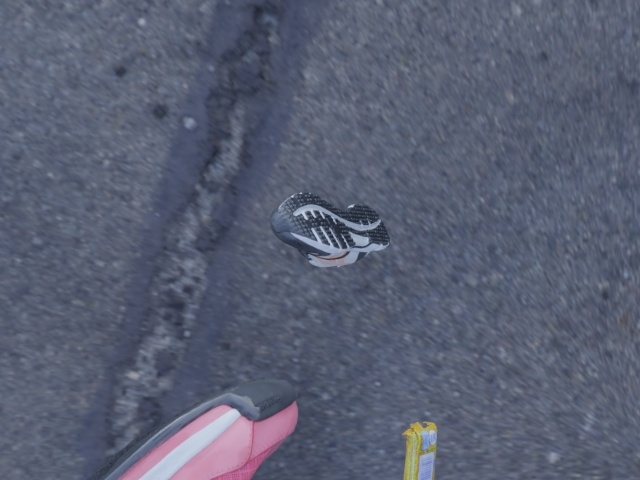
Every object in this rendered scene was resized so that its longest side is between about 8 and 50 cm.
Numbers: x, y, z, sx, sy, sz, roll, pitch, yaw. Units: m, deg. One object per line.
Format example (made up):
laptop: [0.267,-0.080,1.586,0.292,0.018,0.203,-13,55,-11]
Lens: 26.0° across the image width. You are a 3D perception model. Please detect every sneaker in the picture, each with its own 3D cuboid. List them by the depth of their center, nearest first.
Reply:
sneaker: [-0.108,0.207,0.766,0.136,0.116,0.314,48,65,-3]
sneaker: [0.000,0.000,0.835,0.044,0.109,0.040,-34,68,24]

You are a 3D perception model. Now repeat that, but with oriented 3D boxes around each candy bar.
candy bar: [0.086,0.239,1.255,0.018,0.040,0.161,17,109,44]
